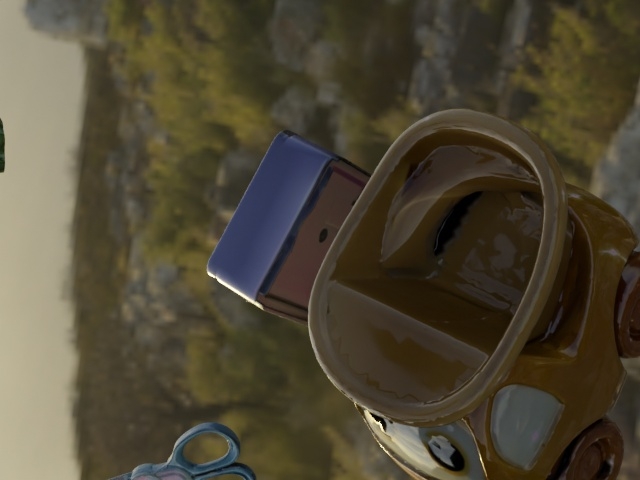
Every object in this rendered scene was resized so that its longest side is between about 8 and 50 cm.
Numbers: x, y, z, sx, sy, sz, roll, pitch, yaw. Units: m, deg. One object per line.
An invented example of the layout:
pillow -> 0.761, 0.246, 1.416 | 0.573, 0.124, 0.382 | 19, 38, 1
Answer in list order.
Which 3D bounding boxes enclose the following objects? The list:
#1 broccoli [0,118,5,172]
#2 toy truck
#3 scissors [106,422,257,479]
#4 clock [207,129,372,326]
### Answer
broccoli -> -0.450, -0.115, 2.017 | 0.195, 0.156, 0.195 | -177, 90, -74
toy truck -> 0.130, 0.061, 1.297 | 0.204, 0.211, 0.288 | 25, 95, 42
scissors -> -0.210, 0.307, 2.133 | 0.030, 0.256, 0.125 | -82, -28, -62
clock -> 0.000, 0.001, 1.474 | 0.073, 0.193, 0.144 | 30, 92, 29
